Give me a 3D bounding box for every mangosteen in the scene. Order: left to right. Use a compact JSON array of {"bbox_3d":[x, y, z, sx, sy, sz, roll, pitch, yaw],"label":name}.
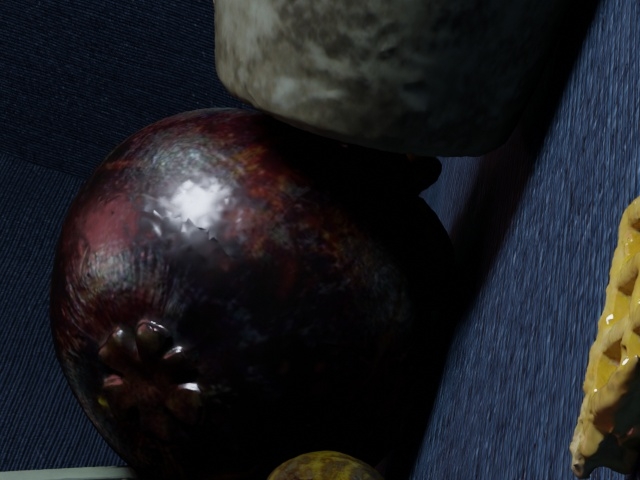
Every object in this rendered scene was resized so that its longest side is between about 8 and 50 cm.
[{"bbox_3d":[-0.051,0.047,1.309,0.330,0.330,0.330,-162,90,-87],"label":"mangosteen"}]

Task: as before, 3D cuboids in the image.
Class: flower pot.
[{"bbox_3d":[0.069,-0.242,1.158,0.293,0.294,0.330,-81,3,-71],"label":"flower pot"}]

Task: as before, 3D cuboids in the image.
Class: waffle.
[{"bbox_3d":[0.135,0.014,0.600,0.191,0.032,0.125,113,175,-73],"label":"waffle"}]

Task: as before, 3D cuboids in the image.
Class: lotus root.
[{"bbox_3d":[0.003,0.203,1.147,0.209,0.120,0.120,106,-179,-73],"label":"lotus root"}]

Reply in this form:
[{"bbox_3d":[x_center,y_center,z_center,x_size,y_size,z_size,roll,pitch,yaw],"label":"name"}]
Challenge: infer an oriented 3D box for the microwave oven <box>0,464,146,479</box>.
[{"bbox_3d":[-0.220,0.420,1.284,0.333,0.247,0.394,109,151,-42],"label":"microwave oven"}]
